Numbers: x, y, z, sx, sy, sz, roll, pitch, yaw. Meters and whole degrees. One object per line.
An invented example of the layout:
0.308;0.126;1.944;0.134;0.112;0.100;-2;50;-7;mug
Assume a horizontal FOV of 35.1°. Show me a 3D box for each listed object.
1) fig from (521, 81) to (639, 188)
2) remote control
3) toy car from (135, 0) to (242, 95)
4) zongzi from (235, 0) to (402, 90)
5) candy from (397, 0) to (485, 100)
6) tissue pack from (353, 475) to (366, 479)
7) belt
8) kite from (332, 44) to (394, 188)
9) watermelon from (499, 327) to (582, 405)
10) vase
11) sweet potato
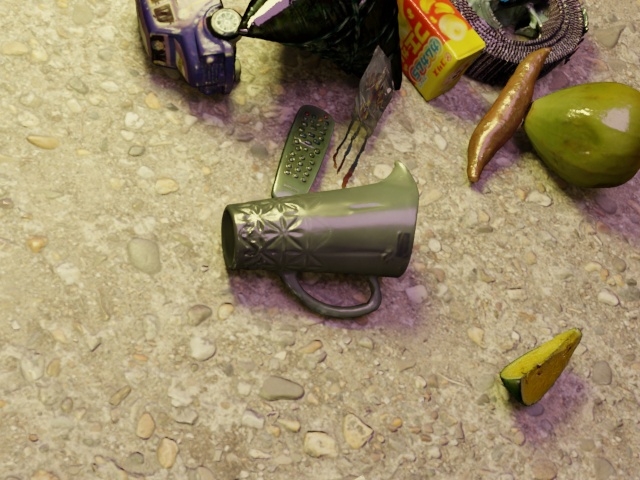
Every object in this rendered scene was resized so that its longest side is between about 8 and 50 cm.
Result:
0.499;-0.191;1.878;0.230;0.207;0.207;-10;65;-4;fig
-0.032;-0.142;1.709;0.072;0.042;0.222;25;55;-9;remote control
-0.219;-0.354;1.684;0.158;0.172;0.235;-15;71;-12;toy car
-0.017;-0.393;1.697;0.319;0.383;0.362;41;70;11;zongzi
0.170;-0.412;1.887;0.088;0.146;0.276;-31;79;-32;candy
0.031;0.386;1.453;0.108;0.023;0.056;-21;73;-31;tissue pack
0.373;-0.439;2.007;0.325;0.122;0.260;-20;79;-28;belt
0.075;-0.210;1.743;0.015;0.141;0.245;13;68;27;kite
0.360;0.221;1.653;0.181;0.092;0.075;-29;91;-41;watermelon
0.000;0.000;1.595;0.301;0.156;0.251;-2;89;-19;vase
0.348;-0.234;1.882;0.066;0.072;0.314;24;72;38;sweet potato
